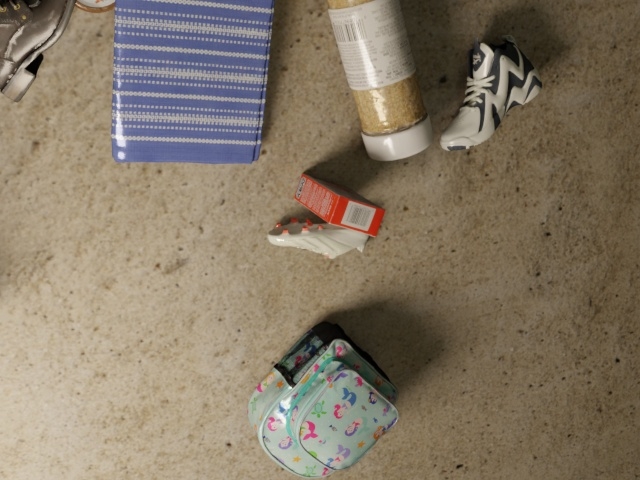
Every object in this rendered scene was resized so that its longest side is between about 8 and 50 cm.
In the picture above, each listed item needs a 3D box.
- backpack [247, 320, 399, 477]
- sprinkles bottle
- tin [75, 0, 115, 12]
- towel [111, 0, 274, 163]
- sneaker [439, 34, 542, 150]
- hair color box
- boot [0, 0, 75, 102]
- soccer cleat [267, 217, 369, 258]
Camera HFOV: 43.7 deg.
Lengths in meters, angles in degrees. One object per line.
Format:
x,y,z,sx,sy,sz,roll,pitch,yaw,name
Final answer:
0.001,0.311,1.473,0.253,0.191,0.225,-43,119,2,backpack
0.093,-0.314,1.328,0.121,0.121,0.355,-24,115,-13,sprinkles bottle
-0.350,-0.423,1.159,0.106,0.040,0.189,-29,116,-6,tin
-0.198,-0.273,1.241,0.243,0.040,0.335,-1,118,-20,towel
0.284,-0.279,1.436,0.235,0.094,0.153,-36,116,-8,sneaker
0.030,-0.062,1.360,0.093,0.167,0.053,15,102,-26,hair color box
-0.472,-0.329,1.092,0.229,0.091,0.263,29,111,-26,boot
0.000,0.000,1.429,0.196,0.068,0.076,-7,113,-23,soccer cleat
